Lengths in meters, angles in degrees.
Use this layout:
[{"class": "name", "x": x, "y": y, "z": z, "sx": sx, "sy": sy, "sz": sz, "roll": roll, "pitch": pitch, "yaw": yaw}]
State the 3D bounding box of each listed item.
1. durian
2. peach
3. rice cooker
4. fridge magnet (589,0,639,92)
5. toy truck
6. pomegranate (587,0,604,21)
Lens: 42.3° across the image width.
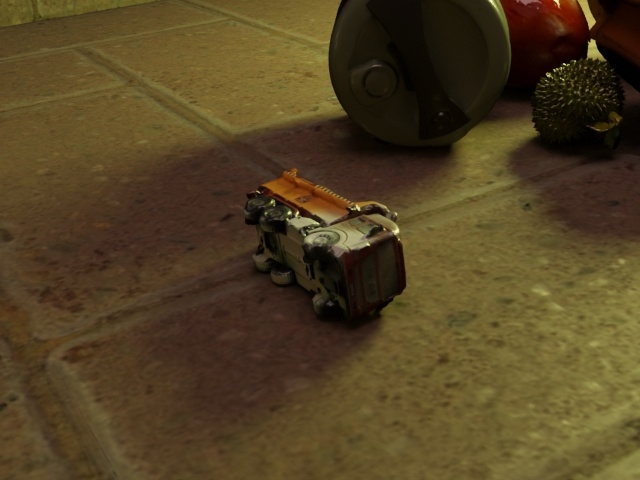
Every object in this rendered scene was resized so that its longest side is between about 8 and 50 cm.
[{"class": "durian", "x": 0.440, "y": -0.239, "z": 1.424, "sx": 0.159, "sy": 0.146, "sz": 0.198, "roll": 2, "pitch": 18, "yaw": 21}, {"class": "peach", "x": 0.425, "y": -0.430, "z": 1.716, "sx": 0.281, "sy": 0.238, "sz": 0.281, "roll": 29, "pitch": 1, "yaw": -1}, {"class": "rice cooker", "x": 0.174, "y": -0.352, "z": 1.485, "sx": 0.335, "sy": 0.335, "sz": 0.325, "roll": -1, "pitch": 25, "yaw": 6}, {"class": "fridge magnet", "x": 0.615, "y": -0.311, "z": 1.412, "sx": 0.363, "sy": 0.155, "sz": 0.363, "roll": 36, "pitch": 15, "yaw": -11}, {"class": "toy truck", "x": 0.000, "y": 0.000, "z": 1.059, "sx": 0.135, "sy": 0.114, "sz": 0.270, "roll": -23, "pitch": 30, "yaw": -24}, {"class": "pomegranate", "x": 0.759, "y": -0.556, "z": 1.718, "sx": 0.417, "sy": 0.416, "sz": 0.416, "roll": -3, "pitch": 27, "yaw": 2}]
